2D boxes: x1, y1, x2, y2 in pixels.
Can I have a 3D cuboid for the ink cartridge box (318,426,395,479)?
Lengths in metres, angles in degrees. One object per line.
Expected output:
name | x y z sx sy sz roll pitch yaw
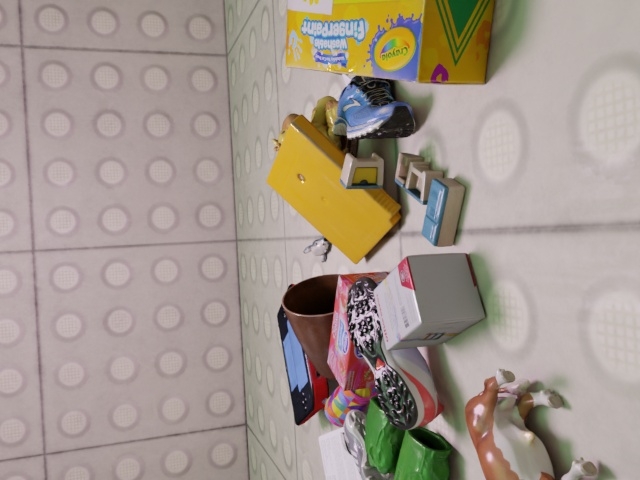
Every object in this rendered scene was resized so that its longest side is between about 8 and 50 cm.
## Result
ink cartridge box | 0.150 0.594 1.465 0.385 0.091 0.308 -39 54 47

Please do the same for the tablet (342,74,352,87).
tablet | 0.082 -0.380 1.497 0.083 0.006 0.054 50 173 34

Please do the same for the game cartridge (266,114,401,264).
game cartridge | 0.025 -0.110 1.436 0.324 0.052 0.285 42 152 3

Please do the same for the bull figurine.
bull figurine | 0.305 0.341 0.875 0.188 0.101 0.310 109 149 -41

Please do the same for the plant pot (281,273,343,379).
plant pot | 0.026 0.238 1.575 0.215 0.216 0.230 -133 30 -63

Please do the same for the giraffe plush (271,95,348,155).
giraffe plush | -0.036 -0.271 1.570 0.181 0.171 0.210 150 116 -69

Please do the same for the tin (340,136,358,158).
tin | 0.066 -0.266 1.593 0.106 0.040 0.189 -131 42 -56

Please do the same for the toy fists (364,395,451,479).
toy fists | 0.179 0.446 1.265 0.279 0.096 0.142 26 106 61

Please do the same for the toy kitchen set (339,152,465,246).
toy kitchen set | 0.147 -0.082 1.167 0.207 0.166 0.122 -125 37 -59

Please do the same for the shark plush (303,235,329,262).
shark plush | 0.000 0.000 1.812 0.161 0.073 0.067 111 180 -60

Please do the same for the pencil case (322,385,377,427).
pencil case | 0.079 0.406 1.564 0.236 0.105 0.104 116 146 -54

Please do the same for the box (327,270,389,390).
box | 0.105 0.212 1.405 0.122 0.128 0.256 -124 36 -57

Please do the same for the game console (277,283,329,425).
game console | -0.070 0.356 1.870 0.342 0.060 0.386 122 141 -59

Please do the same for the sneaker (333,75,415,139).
sneaker | 0.105 -0.298 1.324 0.330 0.130 0.147 -145 52 -67

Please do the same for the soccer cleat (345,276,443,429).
soccer cleat | 0.148 0.223 1.227 0.109 0.117 0.318 -41 60 38

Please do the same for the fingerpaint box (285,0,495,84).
fingerpaint box | 0.113 -0.488 1.095 0.445 0.163 0.370 28 120 54

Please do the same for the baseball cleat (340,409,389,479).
baseball cleat | 0.104 0.507 1.418 0.109 0.072 0.205 110 152 -47

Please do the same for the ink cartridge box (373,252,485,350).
ink cartridge box | 0.194 0.117 1.118 0.176 0.128 0.128 123 141 -60
